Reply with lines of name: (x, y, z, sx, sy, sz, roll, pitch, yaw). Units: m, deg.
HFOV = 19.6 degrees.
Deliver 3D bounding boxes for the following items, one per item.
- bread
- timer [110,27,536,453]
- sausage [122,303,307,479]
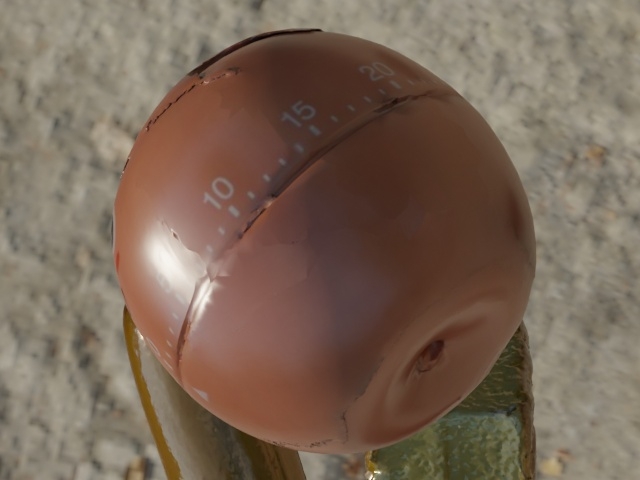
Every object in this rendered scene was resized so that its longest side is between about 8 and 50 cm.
bread: (0.160, 0.251, 2.265, 0.207, 0.279, 0.279, -3, 113, 5)
timer: (0.000, 0.000, 1.045, 0.215, 0.229, 0.229, 46, 108, 28)
sausage: (-0.076, 0.203, 1.642, 0.134, 0.116, 0.354, -16, 94, 41)
